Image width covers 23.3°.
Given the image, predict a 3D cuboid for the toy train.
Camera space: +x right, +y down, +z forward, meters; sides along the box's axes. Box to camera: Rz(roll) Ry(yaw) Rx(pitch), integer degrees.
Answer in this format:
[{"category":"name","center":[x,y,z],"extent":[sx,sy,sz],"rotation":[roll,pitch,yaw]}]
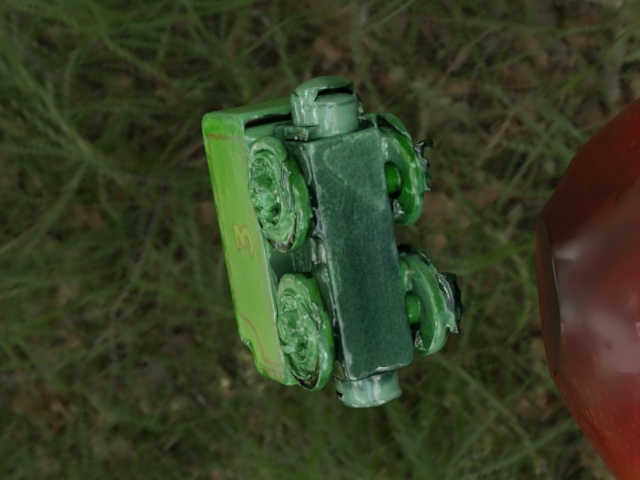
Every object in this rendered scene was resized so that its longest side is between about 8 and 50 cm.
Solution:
[{"category":"toy train","center":[0.000,0.000,1.151],"extent":[0.188,0.132,0.243],"rotation":[10,112,65]}]

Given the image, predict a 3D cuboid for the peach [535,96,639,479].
[{"category":"peach","center":[0.316,0.039,0.943],"extent":[0.388,0.388,0.388],"rotation":[22,131,27]}]
